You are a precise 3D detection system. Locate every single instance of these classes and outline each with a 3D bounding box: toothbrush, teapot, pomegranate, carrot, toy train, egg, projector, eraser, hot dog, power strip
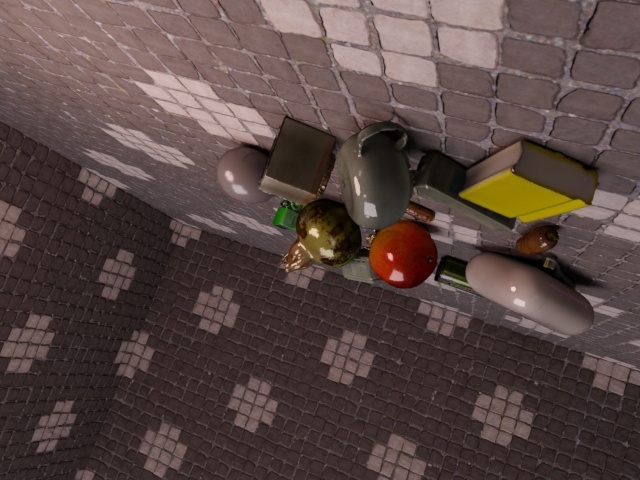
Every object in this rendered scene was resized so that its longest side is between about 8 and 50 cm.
[{"bbox_3d":[0.704,0.104,1.619,0.028,0.037,0.375,17,174,37],"label":"toothbrush"},{"bbox_3d":[0.110,-0.119,1.086,0.129,0.193,0.294,-12,147,-8],"label":"teapot"},{"bbox_3d":[0.239,0.035,1.673,0.235,0.210,0.210,37,178,22],"label":"pomegranate"},{"bbox_3d":[0.511,0.004,1.325,0.060,0.060,0.186,19,172,3],"label":"carrot"},{"bbox_3d":[-0.053,-0.066,1.966,0.251,0.119,0.085,28,167,-39],"label":"toy train"},{"bbox_3d":[-0.003,-0.004,1.766,0.222,0.276,0.204,53,157,17],"label":"pomegranate"},{"bbox_3d":[-0.190,-0.174,1.502,0.146,0.147,0.198,12,175,41],"label":"egg"},{"bbox_3d":[0.218,0.071,1.886,0.256,0.099,0.192,-14,-170,-29],"label":"projector"},{"bbox_3d":[0.364,-0.098,0.994,0.157,0.069,0.226,20,172,-7],"label":"eraser"},{"bbox_3d":[0.253,-0.076,1.485,0.122,0.037,0.049,20,168,-13],"label":"hot dog"},{"bbox_3d":[0.302,-0.094,1.128,0.272,0.078,0.052,24,170,-23],"label":"power strip"}]

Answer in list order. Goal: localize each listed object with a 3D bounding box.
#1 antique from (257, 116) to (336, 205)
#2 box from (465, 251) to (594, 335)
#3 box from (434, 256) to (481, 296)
[{"bbox_3d":[-0.050,-0.168,1.241,0.147,0.147,0.152,19,171,-9],"label":"antique"},{"bbox_3d":[0.620,0.157,1.655,0.348,0.141,0.288,25,-177,-27],"label":"box"},{"bbox_3d":[0.586,0.160,1.991,0.345,0.097,0.134,20,170,4],"label":"box"}]
